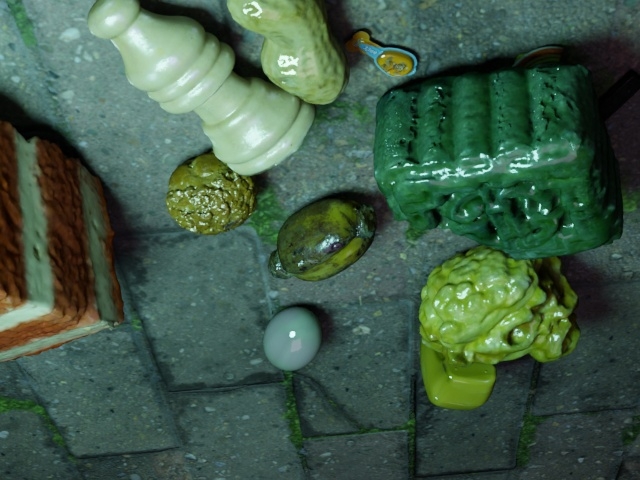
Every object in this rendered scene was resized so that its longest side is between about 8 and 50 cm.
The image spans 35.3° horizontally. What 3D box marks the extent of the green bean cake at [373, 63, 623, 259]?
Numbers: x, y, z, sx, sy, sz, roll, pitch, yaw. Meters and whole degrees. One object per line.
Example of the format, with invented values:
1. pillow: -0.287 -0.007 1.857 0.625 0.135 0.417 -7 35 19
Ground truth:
1. green bean cake: 0.252 -0.089 1.406 0.300 0.169 0.308 -7 150 23

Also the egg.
1. egg: -0.049 0.174 1.789 0.103 0.103 0.135 10 137 -17

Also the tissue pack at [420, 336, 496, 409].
1. tissue pack: 0.243 0.217 1.813 0.123 0.178 0.127 8 138 -13

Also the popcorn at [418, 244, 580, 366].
1. popcorn: 0.310 0.102 1.686 0.286 0.173 0.225 3 134 -10

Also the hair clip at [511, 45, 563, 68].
1. hair clip: 0.270 -0.200 1.408 0.060 0.033 0.188 12 139 -16

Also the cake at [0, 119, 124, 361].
1. cake: -0.464 0.019 1.385 0.270 0.270 0.319 -18 160 20

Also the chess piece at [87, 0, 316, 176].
1. chess piece: -0.160 -0.214 1.294 0.139 0.124 0.307 2 152 48

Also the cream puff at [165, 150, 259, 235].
1. cream puff: -0.161 -0.062 1.479 0.144 0.103 0.126 -12 143 18

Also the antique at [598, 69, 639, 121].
1. antique: 0.395 -0.175 1.465 0.031 0.015 0.192 18 137 -26

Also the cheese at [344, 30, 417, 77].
1. cheese: 0.083 -0.246 1.342 0.111 0.017 0.047 22 132 -29

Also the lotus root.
1. lotus root: 0.000 0.000 1.571 0.210 0.120 0.120 -29 136 28

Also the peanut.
1. peanut: -0.035 -0.257 1.254 0.098 0.103 0.229 26 159 40
